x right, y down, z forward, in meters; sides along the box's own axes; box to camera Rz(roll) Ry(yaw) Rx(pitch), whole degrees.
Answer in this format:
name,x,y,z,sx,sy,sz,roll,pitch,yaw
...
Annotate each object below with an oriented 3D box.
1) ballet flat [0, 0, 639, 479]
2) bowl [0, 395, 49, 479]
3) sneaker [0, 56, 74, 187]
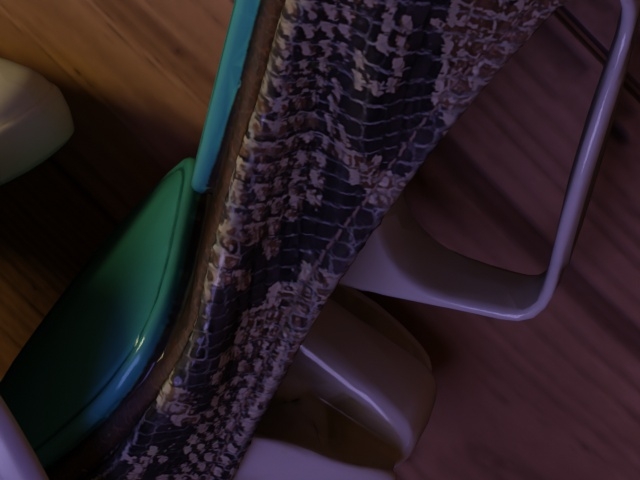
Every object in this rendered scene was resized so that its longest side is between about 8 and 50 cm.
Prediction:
name,x,y,z,sx,sy,sz,roll,pitch,yaw
ballet flat,0.000,0.000,0.630,0.182,0.164,0.483,23,130,-11
bowl,-0.231,0.108,0.670,0.298,0.134,0.298,37,147,29
sneaker,-0.248,-0.082,0.735,0.290,0.106,0.123,6,125,29
